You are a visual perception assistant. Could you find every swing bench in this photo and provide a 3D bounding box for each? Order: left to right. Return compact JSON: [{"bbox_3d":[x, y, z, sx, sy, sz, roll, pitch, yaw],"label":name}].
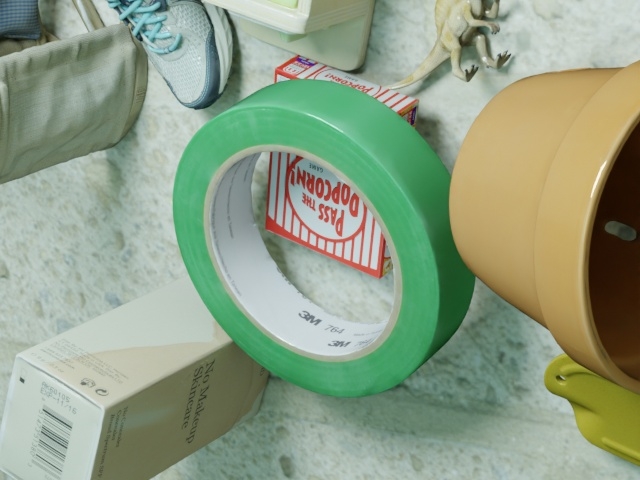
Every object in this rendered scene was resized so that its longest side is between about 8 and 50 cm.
[{"bbox_3d":[-0.339,-0.202,1.889,0.255,0.253,0.165,48,126,11],"label":"swing bench"}]

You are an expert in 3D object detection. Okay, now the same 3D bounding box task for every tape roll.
[{"bbox_3d":[0.000,0.000,1.774,0.321,0.077,0.321,19,125,28],"label":"tape roll"}]

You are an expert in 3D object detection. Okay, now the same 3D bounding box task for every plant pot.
[{"bbox_3d":[0.250,-0.031,1.546,0.203,0.291,0.291,20,117,46],"label":"plant pot"}]

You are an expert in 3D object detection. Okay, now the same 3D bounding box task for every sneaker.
[{"bbox_3d":[-0.191,-0.262,1.849,0.110,0.122,0.283,-21,93,38],"label":"sneaker"}]

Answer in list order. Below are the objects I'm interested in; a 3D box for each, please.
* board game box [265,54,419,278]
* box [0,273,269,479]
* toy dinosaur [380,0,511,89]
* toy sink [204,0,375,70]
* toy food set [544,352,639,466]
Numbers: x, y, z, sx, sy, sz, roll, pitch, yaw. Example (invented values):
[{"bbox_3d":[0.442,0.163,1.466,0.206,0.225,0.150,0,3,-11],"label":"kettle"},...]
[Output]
[{"bbox_3d":[0.019,-0.074,1.801,0.146,0.045,0.193,23,127,27],"label":"board game box"},{"bbox_3d":[-0.185,0.154,1.870,0.121,0.311,0.148,28,121,24],"label":"box"},{"bbox_3d":[0.133,-0.195,1.706,0.092,0.053,0.183,51,130,31],"label":"toy dinosaur"},{"bbox_3d":[-0.036,-0.281,1.730,0.152,0.131,0.234,24,119,27],"label":"toy sink"},{"bbox_3d":[0.322,0.155,1.684,0.218,0.071,0.128,25,143,28],"label":"toy food set"}]
